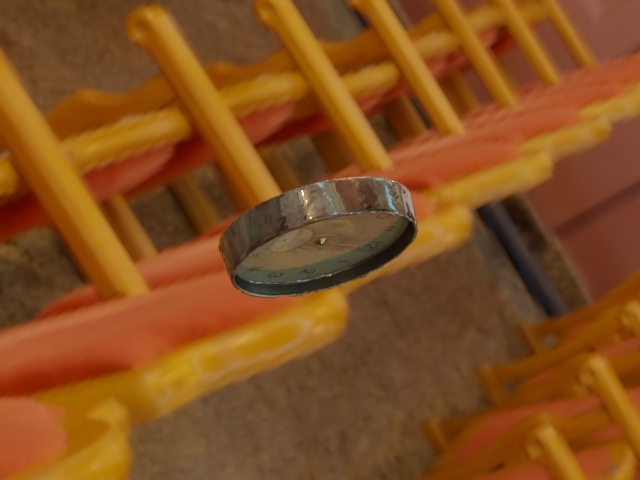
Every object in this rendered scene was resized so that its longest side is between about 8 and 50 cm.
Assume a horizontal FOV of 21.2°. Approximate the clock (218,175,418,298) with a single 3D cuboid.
[{"bbox_3d":[0.000,0.000,1.818,0.215,0.215,0.042,21,47,-57],"label":"clock"}]
